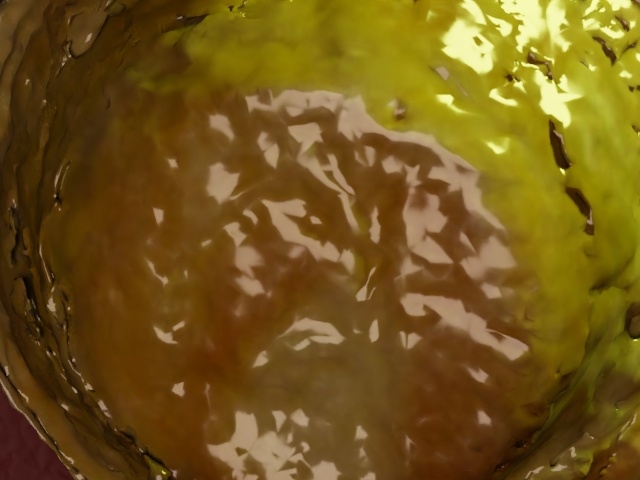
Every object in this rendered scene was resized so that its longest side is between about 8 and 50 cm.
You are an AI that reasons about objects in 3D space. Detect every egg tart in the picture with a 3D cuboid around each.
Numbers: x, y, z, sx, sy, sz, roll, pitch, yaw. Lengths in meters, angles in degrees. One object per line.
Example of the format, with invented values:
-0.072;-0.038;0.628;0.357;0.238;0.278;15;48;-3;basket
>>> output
0.000;0.000;0.682;0.443;0.178;0.443;2;104;8;egg tart
